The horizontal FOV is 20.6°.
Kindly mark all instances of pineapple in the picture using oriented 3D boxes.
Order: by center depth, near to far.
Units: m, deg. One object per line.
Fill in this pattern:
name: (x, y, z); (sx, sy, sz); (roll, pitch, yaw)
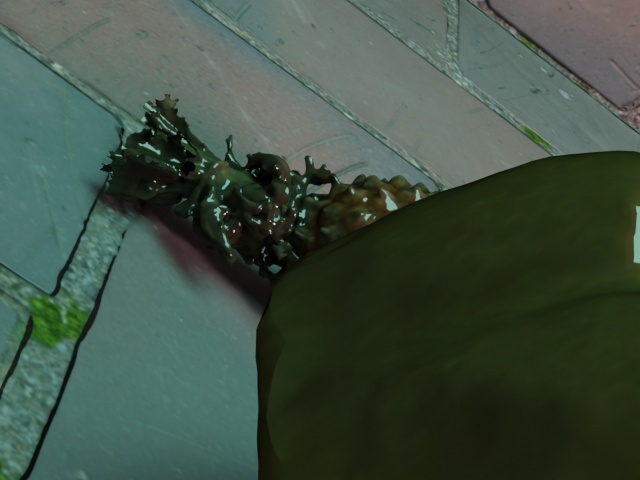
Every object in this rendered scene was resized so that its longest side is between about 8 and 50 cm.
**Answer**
pineapple: (0.000, 0.000, 1.403); (0.361, 0.175, 0.175); (27, 23, 4)

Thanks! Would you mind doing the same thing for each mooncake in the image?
mooncake: (0.157, 0.188, 0.988); (0.467, 0.262, 0.467); (56, 21, -35)
